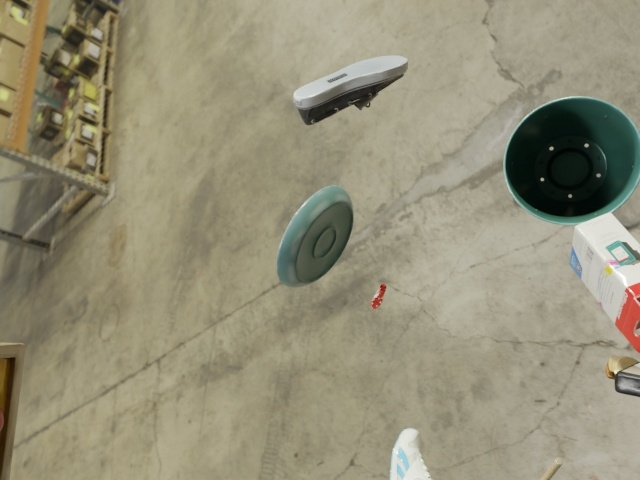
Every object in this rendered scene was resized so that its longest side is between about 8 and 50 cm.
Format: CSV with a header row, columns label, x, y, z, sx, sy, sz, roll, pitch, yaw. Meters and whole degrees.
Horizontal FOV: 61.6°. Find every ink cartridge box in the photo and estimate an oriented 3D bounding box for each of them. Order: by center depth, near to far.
label,x,y,z,sx,sy,sz,roll,pitch,yaw
ink cartridge box,0.571,0.078,1.009,0.078,0.134,0.231,-21,49,2

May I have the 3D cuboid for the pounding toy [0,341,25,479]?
label,x,y,z,sx,sy,sz,roll,pitch,yaw
pounding toy,-0.303,0.109,0.447,0.094,0.181,0.206,2,82,9

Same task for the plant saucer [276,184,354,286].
label,x,y,z,sx,sy,sz,roll,pitch,yaw
plant saucer,0.000,0.000,1.493,0.043,0.317,0.317,31,95,28

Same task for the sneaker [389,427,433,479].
label,x,y,z,sx,sy,sz,roll,pitch,yaw
sneaker,0.186,0.480,1.064,0.092,0.087,0.229,-6,35,21

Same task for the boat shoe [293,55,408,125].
label,x,y,z,sx,sy,sz,roll,pitch,yaw
boat shoe,0.062,-0.278,1.011,0.228,0.076,0.080,-25,40,-10

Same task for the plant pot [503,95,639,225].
label,x,y,z,sx,sy,sz,roll,pitch,yaw
plant pot,0.615,-0.185,1.326,0.293,0.235,0.293,1,93,24

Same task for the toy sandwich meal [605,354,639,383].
label,x,y,z,sx,sy,sz,roll,pitch,yaw
toy sandwich meal,0.595,0.260,1.038,0.029,0.085,0.085,106,151,-47

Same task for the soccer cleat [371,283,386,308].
label,x,y,z,sx,sy,sz,roll,pitch,yaw
soccer cleat,0.170,0.164,1.568,0.029,0.035,0.083,23,71,4

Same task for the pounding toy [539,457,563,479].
label,x,y,z,sx,sy,sz,roll,pitch,yaw
pounding toy,0.490,0.629,1.186,0.237,0.110,0.183,-90,2,-47

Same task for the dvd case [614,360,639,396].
label,x,y,z,sx,sy,sz,roll,pitch,yaw
dvd case,0.413,0.130,0.450,0.253,0.180,0.022,2,90,47
